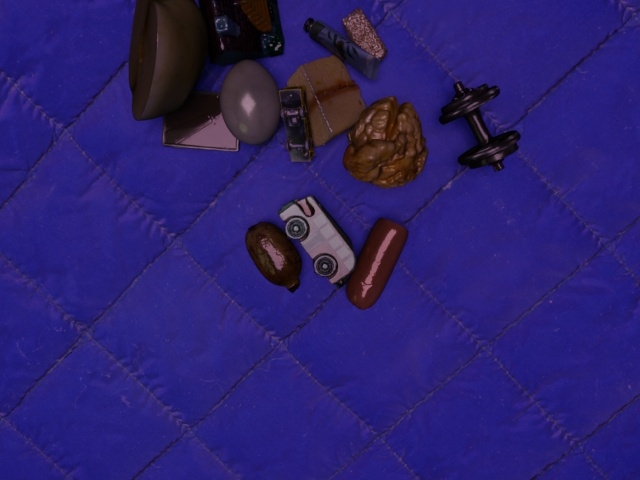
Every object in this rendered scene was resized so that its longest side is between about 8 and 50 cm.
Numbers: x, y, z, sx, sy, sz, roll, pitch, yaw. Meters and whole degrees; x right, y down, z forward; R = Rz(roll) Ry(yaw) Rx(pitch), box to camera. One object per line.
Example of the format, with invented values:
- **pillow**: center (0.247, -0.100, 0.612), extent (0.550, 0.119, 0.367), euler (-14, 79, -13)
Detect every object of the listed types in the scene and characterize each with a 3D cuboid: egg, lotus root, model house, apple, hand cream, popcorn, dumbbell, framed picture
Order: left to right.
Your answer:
- **apple**: center (-0.477, -0.545, 1.310), extent (0.312, 0.320, 0.360), euler (34, 134, -1)
- **framed picture**: center (-0.386, -0.391, 1.481), extent (0.260, 0.023, 0.189), euler (5, 100, 3)
- **model house**: center (-0.246, -0.674, 1.310), extent (0.230, 0.249, 0.280), euler (-11, 99, 5)
- **egg**: center (-0.210, -0.415, 1.382), extent (0.186, 0.186, 0.253), euler (-4, 103, 4)
- **lotus root**: center (-0.146, 0.057, 1.489), extent (0.145, 0.128, 0.260), euler (-31, 92, 26)
- **hand cream**: center (0.065, -0.584, 1.375), extent (0.271, 0.091, 0.058), euler (38, 69, 10)
- **popcorn**: center (0.189, -0.275, 1.312), extent (0.225, 0.332, 0.265), euler (25, 119, 25)
- **dumbbell**: center (0.468, -0.336, 1.350), extent (0.192, 0.192, 0.290), euler (-28, 98, 8)

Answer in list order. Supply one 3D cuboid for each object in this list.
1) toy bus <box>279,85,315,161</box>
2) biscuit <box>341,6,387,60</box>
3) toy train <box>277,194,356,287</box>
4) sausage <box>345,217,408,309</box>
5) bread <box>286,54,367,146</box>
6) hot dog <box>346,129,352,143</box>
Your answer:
- **toy bus**: center (-0.073, -0.354, 1.398), extent (0.081, 0.074, 0.226), euler (-1, 123, 15)
- **biscuit**: center (0.133, -0.613, 1.386), extent (0.082, 0.070, 0.168), euler (-32, 98, 18)
- **toy train**: center (0.000, 0.000, 1.472), extent (0.159, 0.129, 0.326), euler (-37, 95, 3)
- **sausage**: center (0.177, 0.077, 1.475), extent (0.121, 0.121, 0.304), euler (24, 100, -1)
- **bread**: center (0.028, -0.442, 1.444), extent (0.178, 0.135, 0.240), euler (-29, 97, -26)
- **hot dog**: center (0.115, -0.286, 1.463), extent (0.044, 0.028, 0.137), euler (-27, 100, -18)
